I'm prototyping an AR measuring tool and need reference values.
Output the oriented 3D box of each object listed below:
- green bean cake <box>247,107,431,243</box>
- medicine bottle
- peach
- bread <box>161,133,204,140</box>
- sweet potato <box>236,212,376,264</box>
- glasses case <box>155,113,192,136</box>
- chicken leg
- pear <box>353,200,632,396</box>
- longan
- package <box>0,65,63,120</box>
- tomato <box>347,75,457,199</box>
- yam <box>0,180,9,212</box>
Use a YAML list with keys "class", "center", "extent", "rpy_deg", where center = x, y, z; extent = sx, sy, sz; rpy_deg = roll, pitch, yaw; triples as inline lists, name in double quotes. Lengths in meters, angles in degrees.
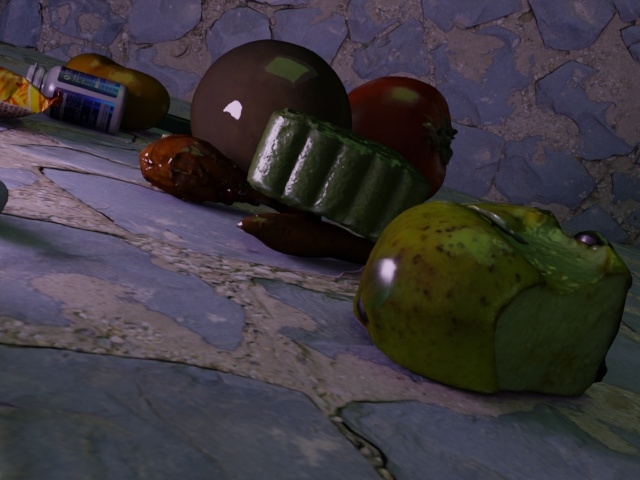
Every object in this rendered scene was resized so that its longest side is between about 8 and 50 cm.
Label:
- class: "green bean cake"
  center: [0.022, -0.093, 0.949]
  extent: [0.222, 0.124, 0.248]
  rpy_deg: [23, 8, -7]
- class: "medicine bottle"
  center: [-0.498, -0.291, 1.415]
  extent: [0.192, 0.107, 0.107]
  rpy_deg: [14, 12, -17]
- class: "peach"
  center: [-0.468, -0.339, 1.603]
  extent: [0.251, 0.153, 0.251]
  rpy_deg: [17, 18, -6]
- class: "bread"
  center: [-0.213, -0.121, 1.100]
  extent: [0.084, 0.080, 0.109]
  rpy_deg: [8, 12, -30]
- class: "sweet potato"
  center: [0.000, -0.001, 0.921]
  extent: [0.265, 0.057, 0.057]
  rpy_deg: [10, 13, -41]
- class: "glasses case"
  center: [-0.415, -0.318, 1.844]
  extent: [0.184, 0.039, 0.078]
  rpy_deg: [17, 11, -7]
- class: "chicken leg"
  center: [-0.124, -0.086, 1.050]
  extent: [0.305, 0.093, 0.113]
  rpy_deg: [17, 18, -26]
- class: "pear"
  center: [0.136, 0.034, 0.691]
  extent: [0.256, 0.163, 0.238]
  rpy_deg: [9, 16, -34]
- class: "longan"
  center: [-0.088, -0.227, 1.321]
  extent: [0.319, 0.318, 0.319]
  rpy_deg: [17, 11, -3]
- class: "package"
  center: [-0.590, -0.261, 1.149]
  extent: [0.288, 0.108, 0.223]
  rpy_deg: [20, 3, -31]
- class: "tomato"
  center: [0.165, -0.238, 1.686]
  extent: [0.322, 0.321, 0.321]
  rpy_deg: [17, 11, -3]
- class: "yam"
  center: [-0.353, -0.058, 0.650]
  extent: [0.132, 0.054, 0.054]
  rpy_deg: [23, 12, 22]
